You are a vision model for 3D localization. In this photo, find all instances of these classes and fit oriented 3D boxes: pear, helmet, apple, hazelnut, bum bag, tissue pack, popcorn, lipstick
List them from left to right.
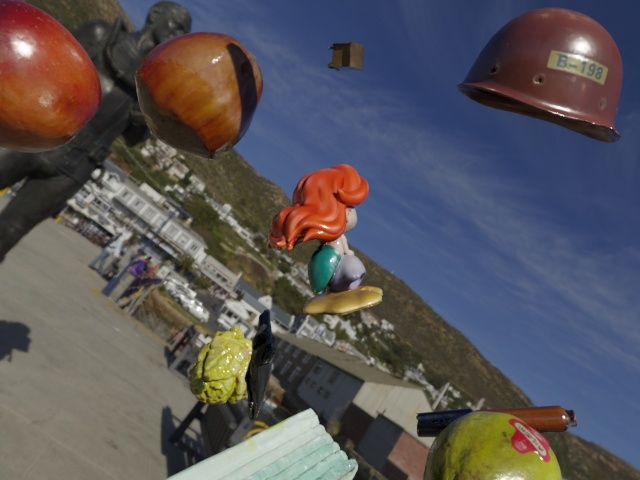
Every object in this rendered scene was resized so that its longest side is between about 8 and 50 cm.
[{"bbox_3d":[-0.473,-0.256,0.735,0.218,0.218,0.201,25,-17,37],"label":"apple"},{"bbox_3d":[-0.338,-0.411,1.332,0.366,0.366,0.366,34,-15,10],"label":"hazelnut"},{"bbox_3d":[-0.147,0.456,0.694,0.388,0.287,0.162,-7,34,-47],"label":"tissue pack"},{"bbox_3d":[-0.303,0.415,1.517,0.212,0.259,0.259,39,-14,5],"label":"popcorn"},{"bbox_3d":[-0.138,0.282,1.070,0.060,0.248,0.123,11,19,-3],"label":"bum bag"},{"bbox_3d":[0.380,0.558,1.079,0.375,0.287,0.287,-10,24,-44],"label":"pear"},{"bbox_3d":[0.474,0.499,1.284,0.418,0.077,0.077,-8,-31,14],"label":"lipstick"},{"bbox_3d":[0.526,-0.387,1.050,0.385,0.230,0.337,16,16,-3],"label":"helmet"}]

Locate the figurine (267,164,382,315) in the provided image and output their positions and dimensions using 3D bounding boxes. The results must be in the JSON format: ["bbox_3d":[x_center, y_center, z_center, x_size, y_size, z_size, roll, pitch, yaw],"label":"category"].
[{"bbox_3d":[0.008,-0.002,0.849,0.181,0.208,0.257,-153,-131,-83],"label":"figurine"}]

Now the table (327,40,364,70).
[{"bbox_3d":[0.073,-0.547,1.385,0.082,0.070,0.083,9,14,28],"label":"table"}]
